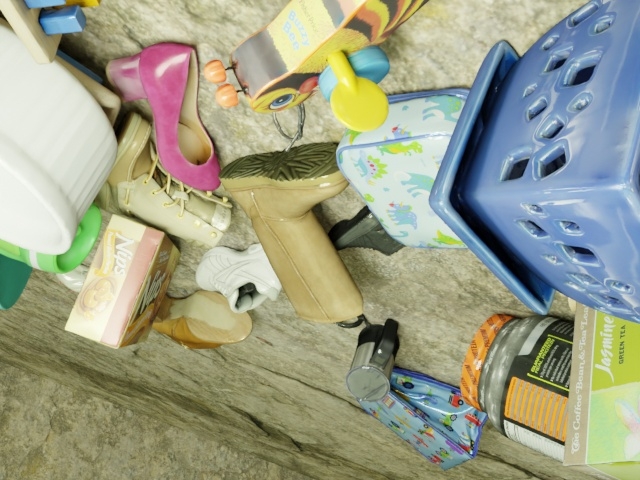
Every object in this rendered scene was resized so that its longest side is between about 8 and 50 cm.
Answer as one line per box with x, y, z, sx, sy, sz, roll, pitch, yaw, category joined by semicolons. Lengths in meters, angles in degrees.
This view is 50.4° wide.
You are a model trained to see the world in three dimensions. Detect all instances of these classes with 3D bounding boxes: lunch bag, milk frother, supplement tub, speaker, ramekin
0.204;0.381;1.535;0.293;0.138;0.221;26;154;6;lunch bag
0.137;-0.076;0.802;0.176;0.090;0.219;-3;145;35;lunch bag
0.072;0.205;1.276;0.143;0.135;0.129;10;119;10;milk frother
0.398;0.238;1.024;0.338;0.207;0.207;19;157;39;supplement tub
-0.468;-0.063;0.966;0.296;0.131;0.131;25;152;7;speaker
-0.365;-0.118;0.758;0.277;0.135;0.277;22;154;11;ramekin

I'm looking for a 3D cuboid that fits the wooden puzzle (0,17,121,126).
-0.415;-0.212;0.880;0.322;0.080;0.348;34;153;-12;wooden puzzle

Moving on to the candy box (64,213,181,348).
-0.314;0.075;1.131;0.088;0.183;0.316;20;171;-4;candy box

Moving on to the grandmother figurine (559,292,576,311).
0.464;0.030;0.799;0.342;0.104;0.208;-5;163;30;grandmother figurine

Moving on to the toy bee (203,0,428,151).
-0.014;-0.165;0.630;0.195;0.162;0.298;48;135;25;toy bee

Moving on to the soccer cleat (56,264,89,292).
-0.478;0.095;1.488;0.196;0.068;0.076;32;133;-26;soccer cleat

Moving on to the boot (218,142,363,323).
0.000;0.000;0.948;0.236;0.089;0.269;5;132;46;boot

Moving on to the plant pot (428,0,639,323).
0.249;-0.064;0.624;0.212;0.236;0.236;-5;143;48;plant pot

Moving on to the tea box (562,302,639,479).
0.488;0.164;0.693;0.329;0.220;0.323;22;152;-15;tea box

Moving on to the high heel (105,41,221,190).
-0.159;-0.150;0.873;0.117;0.082;0.244;-3;139;24;high heel

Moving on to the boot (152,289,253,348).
-0.246;0.189;1.488;0.295;0.104;0.211;11;156;23;boot

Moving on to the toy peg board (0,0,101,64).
-0.241;-0.278;0.618;0.079;0.160;0.161;-4;147;8;toy peg board

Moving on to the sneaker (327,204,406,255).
0.080;-0.004;0.998;0.089;0.051;0.170;34;145;-17;sneaker

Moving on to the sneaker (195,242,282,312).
-0.151;0.073;1.198;0.232;0.115;0.090;-12;139;43;sneaker

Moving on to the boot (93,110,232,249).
-0.221;-0.075;1.004;0.203;0.095;0.262;26;152;-12;boot

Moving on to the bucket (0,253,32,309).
-0.591;-0.016;1.146;0.183;0.281;0.281;14;152;-9;bucket
